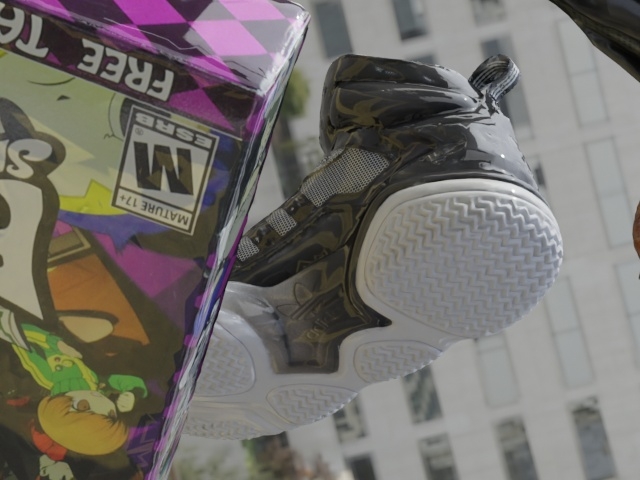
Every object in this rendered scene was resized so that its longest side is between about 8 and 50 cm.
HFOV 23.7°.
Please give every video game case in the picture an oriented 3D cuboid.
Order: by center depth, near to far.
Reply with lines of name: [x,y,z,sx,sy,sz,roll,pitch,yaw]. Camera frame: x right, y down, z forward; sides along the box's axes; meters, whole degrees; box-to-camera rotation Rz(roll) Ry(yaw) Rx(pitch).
video game case: [-0.138,-0.009,0.393,0.042,0.232,0.210,-68,179,-47]

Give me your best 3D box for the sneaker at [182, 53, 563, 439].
sneaker: [0.000,0.000,0.792,0.101,0.269,0.153,41,36,-37]

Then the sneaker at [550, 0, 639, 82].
sneaker: [0.230,-0.070,0.537,0.185,0.483,0.202,125,-23,-43]

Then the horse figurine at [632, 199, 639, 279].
horse figurine: [0.330,-0.101,1.210,0.066,0.174,0.263,-157,-113,-86]
